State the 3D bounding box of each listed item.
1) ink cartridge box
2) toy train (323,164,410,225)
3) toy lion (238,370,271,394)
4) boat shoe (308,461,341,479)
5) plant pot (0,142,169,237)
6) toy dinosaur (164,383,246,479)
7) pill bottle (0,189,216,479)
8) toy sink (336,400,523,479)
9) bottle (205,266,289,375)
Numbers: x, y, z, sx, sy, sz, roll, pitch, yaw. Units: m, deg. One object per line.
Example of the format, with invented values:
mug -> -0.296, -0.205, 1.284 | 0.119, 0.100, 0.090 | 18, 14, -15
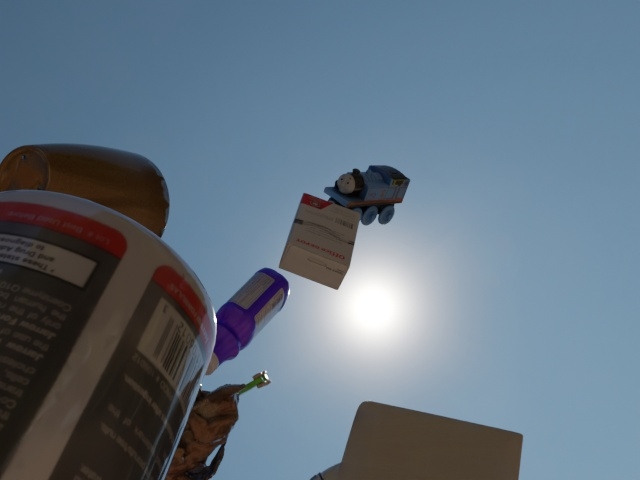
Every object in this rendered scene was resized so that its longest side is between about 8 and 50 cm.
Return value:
ink cartridge box -> 0.000, 0.000, 1.240 | 0.109, 0.150, 0.063 | 21, -51, -4
toy train -> 0.084, -0.086, 1.368 | 0.184, 0.080, 0.105 | -6, -58, -47
toy lion -> -0.168, 0.343, 1.717 | 0.096, 0.034, 0.100 | -30, -9, 1
boat shoe -> 0.081, 0.502, 1.240 | 0.088, 0.267, 0.096 | -30, -29, -8
plant pot -> -0.440, -0.078, 1.304 | 0.237, 0.237, 0.254 | -53, -24, 6
toy dinosaur -> -0.196, 0.316, 1.195 | 0.295, 0.127, 0.200 | -47, -50, 13
pill bottle -> -0.210, 0.158, 0.425 | 0.210, 0.362, 0.210 | 9, -44, 9
toy sink -> 0.152, 0.343, 1.026 | 0.234, 0.152, 0.131 | 9, -45, 14
bottle -> -0.173, 0.173, 1.558 | 0.283, 0.092, 0.118 | -47, -17, -45
